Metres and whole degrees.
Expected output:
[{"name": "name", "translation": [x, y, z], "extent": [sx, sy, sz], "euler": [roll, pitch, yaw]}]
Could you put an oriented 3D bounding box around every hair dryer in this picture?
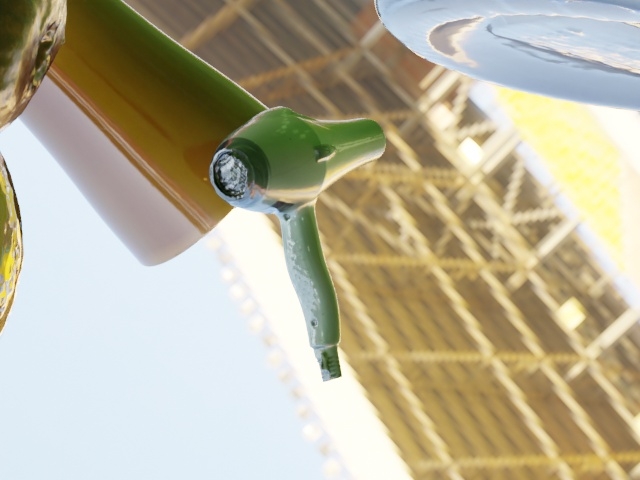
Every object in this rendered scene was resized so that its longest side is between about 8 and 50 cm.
[{"name": "hair dryer", "translation": [0.008, -0.027, 1.483], "extent": [0.219, 0.088, 0.225], "euler": [-50, -59, -49]}]

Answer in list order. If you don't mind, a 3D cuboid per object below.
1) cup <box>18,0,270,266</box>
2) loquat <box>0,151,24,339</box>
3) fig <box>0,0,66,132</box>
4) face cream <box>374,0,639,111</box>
[{"name": "cup", "translation": [-0.178, -0.115, 1.551], "extent": [0.264, 0.182, 0.226], "euler": [44, 168, -20]}, {"name": "loquat", "translation": [-0.211, 0.002, 0.702], "extent": [0.179, 0.179, 0.227], "euler": [43, 164, -2]}, {"name": "fig", "translation": [-0.331, -0.167, 1.134], "extent": [0.321, 0.217, 0.217], "euler": [13, -158, 4]}, {"name": "face cream", "translation": [0.116, -0.135, 0.631], "extent": [0.177, 0.153, 0.177], "euler": [11, 176, 1]}]
